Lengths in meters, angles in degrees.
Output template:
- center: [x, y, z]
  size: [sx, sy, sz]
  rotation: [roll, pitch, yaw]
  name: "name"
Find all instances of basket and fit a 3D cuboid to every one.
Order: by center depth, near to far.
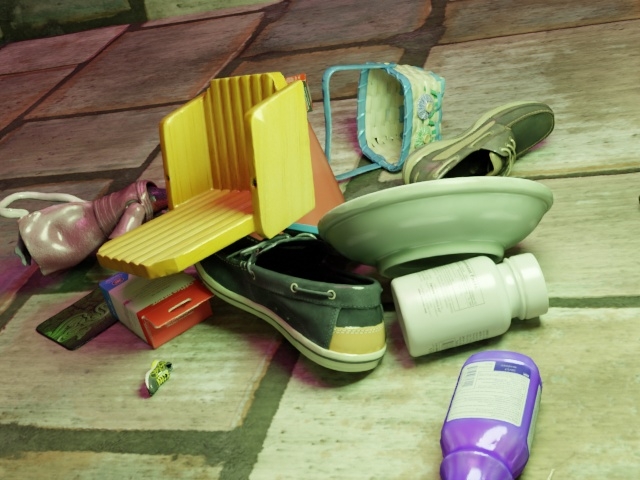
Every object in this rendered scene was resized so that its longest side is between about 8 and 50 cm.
- center: [0.134, -0.283, 2.038]
  size: [0.289, 0.254, 0.201]
  rotation: [-14, 29, -23]
  name: "basket"

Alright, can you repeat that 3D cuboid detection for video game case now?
- center: [0.000, 0.000, 1.725]
  size: [0.119, 0.166, 0.015]
  rotation: [10, 78, 37]
  name: "video game case"

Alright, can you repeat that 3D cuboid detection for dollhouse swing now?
- center: [-0.237, -0.124, 1.617]
  size: [0.305, 0.315, 0.347]
  rotation: [-12, 12, -33]
  name: "dollhouse swing"

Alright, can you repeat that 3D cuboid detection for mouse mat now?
- center: [-0.455, 0.146, 1.808]
  size: [0.153, 0.007, 0.190]
  rotation: [17, 42, 43]
  name: "mouse mat"

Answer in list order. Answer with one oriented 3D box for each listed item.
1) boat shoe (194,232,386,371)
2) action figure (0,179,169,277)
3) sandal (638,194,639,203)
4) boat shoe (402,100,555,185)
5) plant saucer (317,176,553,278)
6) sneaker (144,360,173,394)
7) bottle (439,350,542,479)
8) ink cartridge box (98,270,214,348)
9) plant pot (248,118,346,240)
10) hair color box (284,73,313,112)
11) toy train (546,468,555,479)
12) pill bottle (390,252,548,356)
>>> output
- center: [-0.060, 0.058, 1.584]
  size: [0.187, 0.156, 0.500]
  rotation: [-5, 22, -36]
  name: "boat shoe"
- center: [-0.441, -0.058, 1.911]
  size: [0.370, 0.275, 0.248]
  rotation: [-24, 21, 11]
  name: "action figure"
- center: [0.620, -0.040, 1.605]
  size: [0.090, 0.060, 0.219]
  rotation: [-8, 15, 0]
  name: "sandal"
- center: [0.349, -0.172, 1.904]
  size: [0.355, 0.132, 0.130]
  rotation: [-28, 41, -7]
  name: "boat shoe"
- center: [0.198, -0.003, 1.538]
  size: [0.401, 0.100, 0.400]
  rotation: [-6, -14, -2]
  name: "plant saucer"
- center: [-0.276, 0.231, 1.553]
  size: [0.035, 0.031, 0.083]
  rotation: [-9, 30, 9]
  name: "sneaker"
- center: [0.221, 0.264, 1.210]
  size: [0.118, 0.092, 0.283]
  rotation: [-2, 32, 23]
  name: "bottle"
- center: [-0.300, 0.118, 1.709]
  size: [0.134, 0.078, 0.231]
  rotation: [-30, 35, -26]
  name: "ink cartridge box"
- center: [-0.103, -0.142, 1.910]
  size: [0.275, 0.243, 0.275]
  rotation: [-11, 30, 6]
  name: "plant pot"
- center: [-0.091, -0.282, 1.823]
  size: [0.141, 0.072, 0.043]
  rotation: [-13, 29, 5]
  name: "hair color box"
- center: [0.271, 0.364, 1.016]
  size: [0.143, 0.105, 0.248]
  rotation: [21, 44, 31]
  name: "toy train"
- center: [0.238, 0.097, 1.455]
  size: [0.229, 0.131, 0.131]
  rotation: [-15, 29, -1]
  name: "pill bottle"
